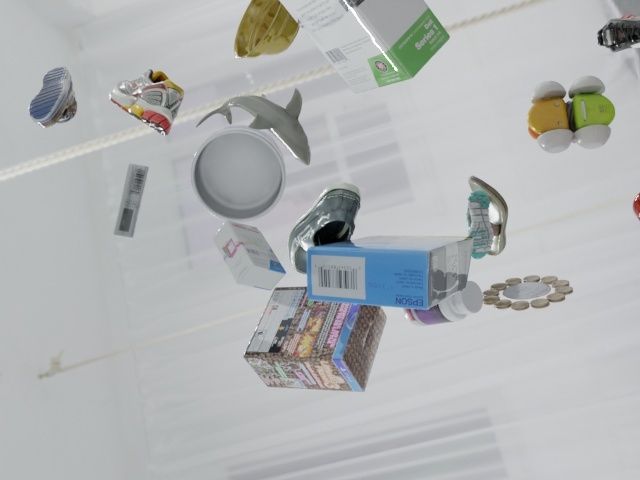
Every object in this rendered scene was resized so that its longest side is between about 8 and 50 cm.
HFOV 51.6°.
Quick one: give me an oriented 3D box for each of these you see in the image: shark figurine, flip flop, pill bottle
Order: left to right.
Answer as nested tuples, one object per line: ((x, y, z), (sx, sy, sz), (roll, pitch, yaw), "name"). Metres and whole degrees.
((-0.148, -0.273, 1.480), (0.116, 0.278, 0.166), (-48, -24, -44), "shark figurine")
((0.308, 0.154, 1.660), (0.108, 0.193, 0.108), (10, -107, -35), "pill bottle")
((0.424, -0.051, 1.731), (0.112, 0.080, 0.277), (41, 159, 40), "flip flop")

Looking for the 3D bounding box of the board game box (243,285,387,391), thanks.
((-0.010, 0.247, 1.695), (0.141, 0.291, 0.232), (59, -140, -37), "board game box")

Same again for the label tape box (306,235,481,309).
((0.163, 0.052, 1.351), (0.348, 0.249, 0.115), (-7, -83, -61), "label tape box")

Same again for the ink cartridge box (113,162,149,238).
((-0.498, -0.097, 1.753), (0.232, 0.066, 0.189), (167, 114, -79), "ink cartridge box")

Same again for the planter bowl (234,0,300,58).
((-0.109, -0.506, 1.555), (0.090, 0.217, 0.217), (24, -141, -31), "planter bowl")

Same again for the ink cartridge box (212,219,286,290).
((-0.131, 0.027, 1.208), (0.088, 0.052, 0.122), (17, -149, -47), "ink cartridge box")

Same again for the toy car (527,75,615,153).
((0.549, -0.265, 1.462), (0.136, 0.182, 0.159), (48, -142, -70), "toy car")

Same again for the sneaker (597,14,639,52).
((0.877, -0.581, 1.856), (0.276, 0.135, 0.097), (-120, 14, -72), "sneaker")

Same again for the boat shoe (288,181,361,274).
((0.000, 0.000, 1.473), (0.319, 0.116, 0.099), (123, 156, -50), "boat shoe")

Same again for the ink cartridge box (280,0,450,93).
((0.041, -0.314, 0.879), (0.219, 0.092, 0.160), (48, 165, -21), "ink cartridge box")

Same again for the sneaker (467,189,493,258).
((0.385, -0.039, 1.608), (0.076, 0.065, 0.166), (-22, -67, -82), "sneaker")

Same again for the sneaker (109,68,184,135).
((-0.298, -0.252, 1.167), (0.088, 0.092, 0.225), (32, 179, -41), "sneaker")

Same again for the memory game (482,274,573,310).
((0.432, 0.109, 1.387), (0.186, 0.186, 0.012), (-73, -28, -75), "memory game")

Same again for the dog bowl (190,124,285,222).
((-0.230, -0.191, 1.879), (0.104, 0.265, 0.265), (-96, -11, -71), "dog bowl")

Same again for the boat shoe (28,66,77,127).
((-0.488, -0.257, 1.237), (0.183, 0.066, 0.066), (-96, -11, -48), "boat shoe")

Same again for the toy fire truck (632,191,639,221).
((0.772, -0.053, 1.244), (0.254, 0.302, 0.169), (20, -146, -24), "toy fire truck")
